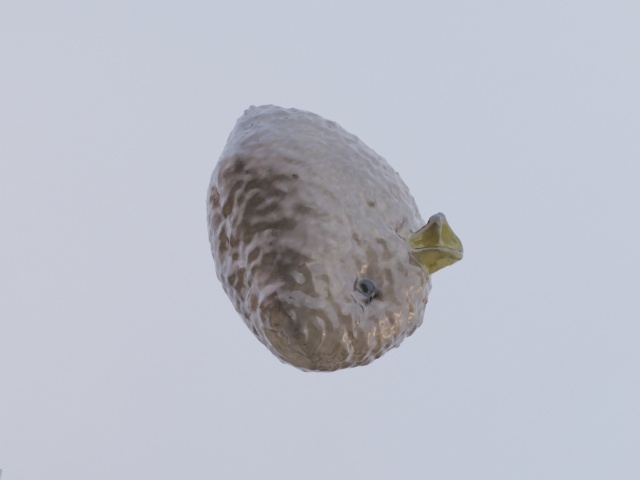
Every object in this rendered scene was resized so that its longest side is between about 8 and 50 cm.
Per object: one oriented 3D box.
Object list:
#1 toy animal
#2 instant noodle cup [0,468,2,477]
[{"bbox_3d":[-0.001,-0.006,1.562,0.227,0.358,0.188,5,-41,-29],"label":"toy animal"},{"bbox_3d":[-0.291,0.245,1.122,0.127,0.135,0.127,-10,-15,-3],"label":"instant noodle cup"}]
